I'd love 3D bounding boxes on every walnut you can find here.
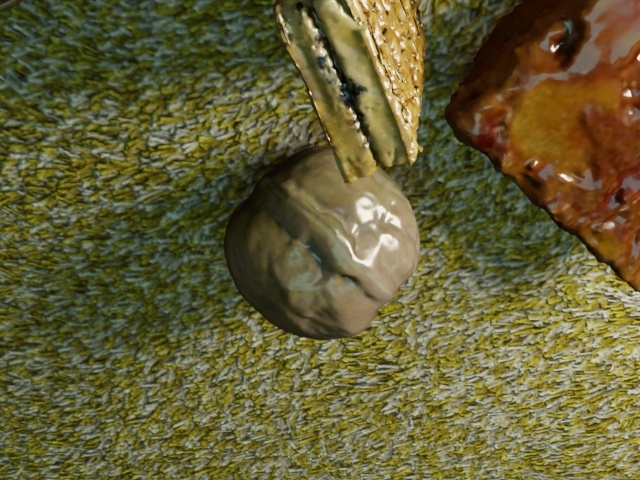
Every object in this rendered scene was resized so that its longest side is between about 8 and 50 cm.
[{"bbox_3d":[0.000,0.001,1.290,0.248,0.248,0.248,0,125,0],"label":"walnut"}]

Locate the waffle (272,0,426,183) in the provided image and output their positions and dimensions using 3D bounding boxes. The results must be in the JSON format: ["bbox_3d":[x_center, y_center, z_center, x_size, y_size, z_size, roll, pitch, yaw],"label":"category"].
[{"bbox_3d":[0.043,-0.235,1.079,0.091,0.308,0.213,-14,124,17],"label":"waffle"}]

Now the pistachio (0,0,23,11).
[{"bbox_3d":[-0.406,-0.320,1.141,0.206,0.129,0.131,-19,78,8],"label":"pistachio"}]

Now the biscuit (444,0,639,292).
[{"bbox_3d":[0.394,-0.158,1.214,0.395,0.166,0.342,39,118,-22],"label":"biscuit"}]
